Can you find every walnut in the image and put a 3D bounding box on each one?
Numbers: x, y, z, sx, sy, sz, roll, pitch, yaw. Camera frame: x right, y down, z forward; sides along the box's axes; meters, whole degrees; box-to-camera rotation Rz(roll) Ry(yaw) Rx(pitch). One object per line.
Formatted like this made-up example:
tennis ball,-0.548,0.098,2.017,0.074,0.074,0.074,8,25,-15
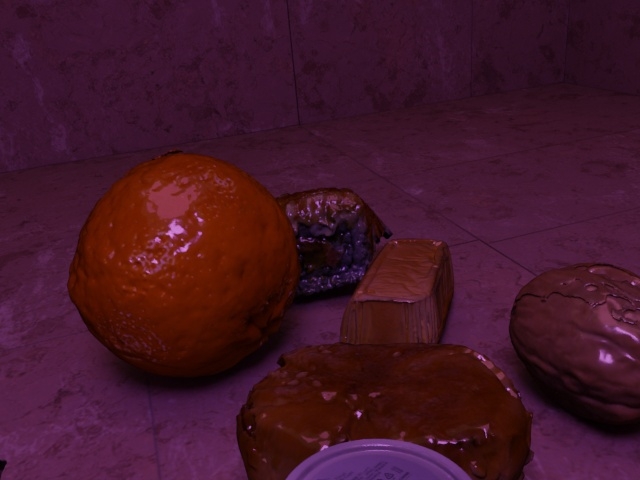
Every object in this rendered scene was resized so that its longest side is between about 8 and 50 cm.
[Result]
walnut,0.355,0.129,0.772,0.198,0.198,0.245,-21,31,-32

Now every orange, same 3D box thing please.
orange,-0.187,0.045,0.902,0.293,0.340,0.340,34,37,15

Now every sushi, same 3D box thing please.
sushi,0.000,0.000,1.112,0.274,0.184,0.139,-12,15,3

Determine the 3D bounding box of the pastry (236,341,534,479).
pastry,0.067,0.220,0.653,0.311,0.162,0.255,1,23,19

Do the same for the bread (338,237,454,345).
bread,0.134,0.088,0.991,0.152,0.119,0.288,2,22,18

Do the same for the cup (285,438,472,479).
cup,0.035,0.290,0.419,0.185,0.226,0.241,4,18,21

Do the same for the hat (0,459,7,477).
hat,-0.412,0.334,0.528,0.258,0.168,0.301,-22,44,30
